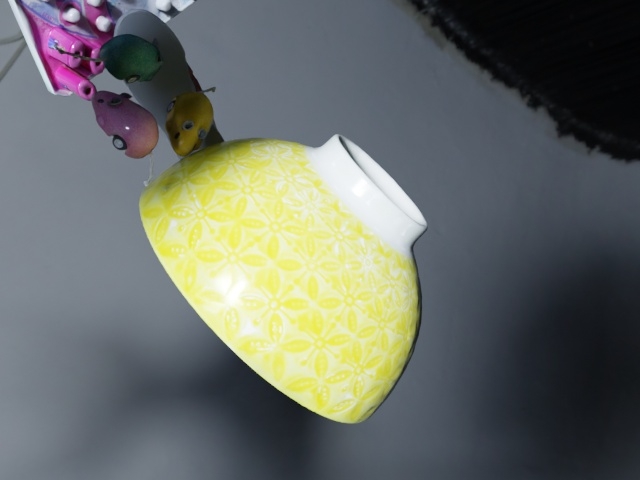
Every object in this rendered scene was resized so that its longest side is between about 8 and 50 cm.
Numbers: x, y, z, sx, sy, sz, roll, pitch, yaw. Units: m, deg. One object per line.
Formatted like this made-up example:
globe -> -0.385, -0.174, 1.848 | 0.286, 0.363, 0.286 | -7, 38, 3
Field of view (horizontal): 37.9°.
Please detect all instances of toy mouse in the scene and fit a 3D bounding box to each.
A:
toy mouse -> -0.146, -0.122, 0.759 | 0.143, 0.031, 0.161 | 36, 42, -28

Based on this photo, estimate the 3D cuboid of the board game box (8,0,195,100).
board game box -> -0.153, -0.380, 0.875 | 0.390, 0.050, 0.390 | -45, 148, -27

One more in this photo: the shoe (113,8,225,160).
shoe -> -0.149, -0.146, 0.912 | 0.063, 0.081, 0.178 | -30, 117, -4

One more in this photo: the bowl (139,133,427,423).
bowl -> 0.000, 0.000, 0.825 | 0.289, 0.289, 0.156 | 39, 104, -26
